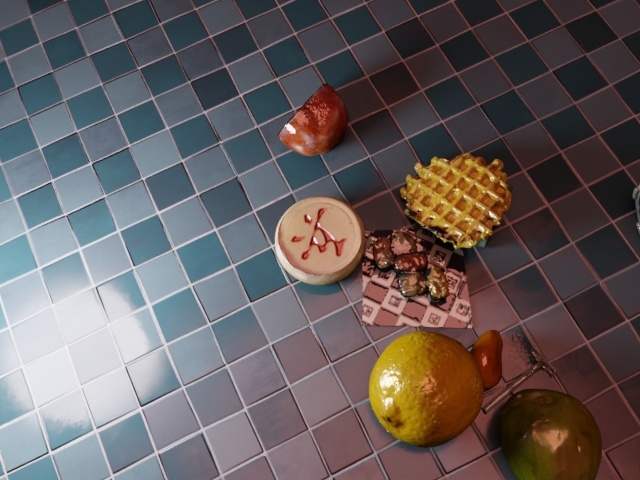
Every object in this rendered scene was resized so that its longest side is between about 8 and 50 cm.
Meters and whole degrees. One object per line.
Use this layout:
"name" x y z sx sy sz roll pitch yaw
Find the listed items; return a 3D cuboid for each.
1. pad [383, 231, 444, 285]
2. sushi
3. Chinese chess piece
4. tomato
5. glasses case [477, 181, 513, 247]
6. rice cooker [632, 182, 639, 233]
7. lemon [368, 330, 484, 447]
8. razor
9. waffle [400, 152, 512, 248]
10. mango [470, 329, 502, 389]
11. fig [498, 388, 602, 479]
"pad" 0.259 0.062 1.872 0.112 0.003 0.157 32 75 15
"sushi" 0.256 0.092 1.829 0.294 0.059 0.292 -1 70 2
"Chinese chess piece" 0.000 0.000 1.861 0.250 0.103 0.249 -1 71 3
"tomato" -0.005 -0.333 1.967 0.155 0.181 0.214 43 85 -1
"glasses case" 0.477 -0.072 1.869 0.039 0.077 0.184 25 72 15
"rice cooker" 0.969 -0.086 1.762 0.227 0.241 0.280 -15 102 3
"lemon" 0.253 0.355 1.621 0.293 0.293 0.293 -1 69 3
"razor" 0.498 0.368 1.725 0.211 0.036 0.084 -36 69 -11
"waffle" 0.365 -0.116 1.860 0.312 0.060 0.307 2 60 27
"mango" 0.418 0.299 1.725 0.084 0.105 0.159 -7 53 28
"fig" 0.564 0.503 1.602 0.233 0.233 0.314 -36 99 -10
